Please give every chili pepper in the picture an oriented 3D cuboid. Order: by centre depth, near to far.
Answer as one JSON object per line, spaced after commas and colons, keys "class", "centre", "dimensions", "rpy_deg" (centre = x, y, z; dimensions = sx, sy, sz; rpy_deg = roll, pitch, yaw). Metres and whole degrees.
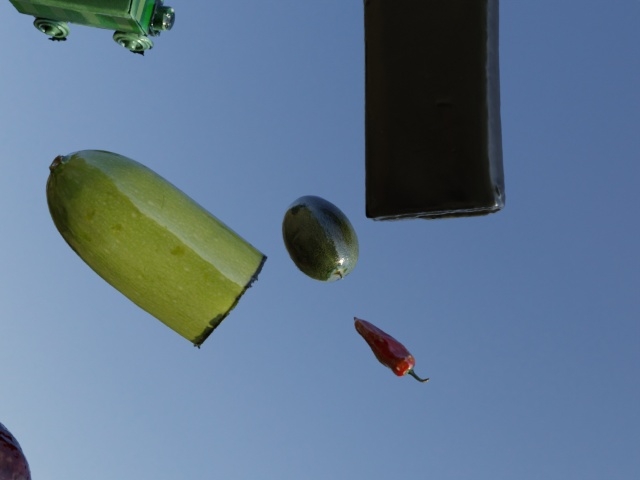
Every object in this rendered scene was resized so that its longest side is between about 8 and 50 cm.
{"class": "chili pepper", "centre": [0.124, 0.205, 1.974], "dimensions": [0.191, 0.059, 0.050], "rpy_deg": [42, -61, 26]}

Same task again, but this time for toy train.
{"class": "toy train", "centre": [-0.418, -0.435, 1.908], "dimensions": [0.301, 0.120, 0.202], "rpy_deg": [11, -13, 11]}

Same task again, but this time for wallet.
{"class": "wallet", "centre": [0.175, -0.235, 1.679], "dimensions": [0.228, 0.062, 0.405], "rpy_deg": [-4, -102, 25]}

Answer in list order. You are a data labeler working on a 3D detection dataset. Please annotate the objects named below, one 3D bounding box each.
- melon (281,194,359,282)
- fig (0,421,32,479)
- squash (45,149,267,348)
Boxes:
{"class": "melon", "centre": [0.000, 0.000, 1.699], "dimensions": [0.114, 0.114, 0.167], "rpy_deg": [102, -32, -45]}
{"class": "fig", "centre": [-0.388, 0.183, 0.931], "dimensions": [0.170, 0.145, 0.274], "rpy_deg": [-19, -50, 42]}
{"class": "squash", "centre": [-0.189, -0.007, 1.148], "dimensions": [0.247, 0.132, 0.132], "rpy_deg": [39, -30, -10]}
